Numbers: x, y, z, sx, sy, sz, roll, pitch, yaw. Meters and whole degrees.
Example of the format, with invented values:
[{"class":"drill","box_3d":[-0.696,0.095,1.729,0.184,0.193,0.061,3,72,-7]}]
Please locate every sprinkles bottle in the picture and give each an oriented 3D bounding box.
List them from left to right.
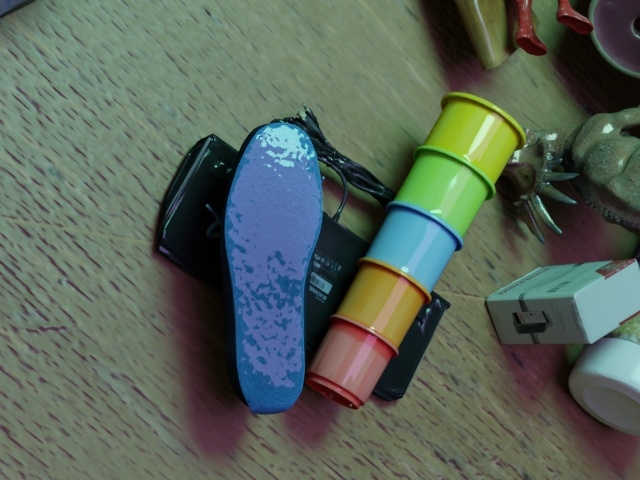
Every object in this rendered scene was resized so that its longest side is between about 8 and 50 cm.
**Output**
[{"class":"sprinkles bottle","box_3d":[0.401,0.044,1.539,0.121,0.121,0.355,44,62,-20]}]

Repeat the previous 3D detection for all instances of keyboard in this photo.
[{"class":"keyboard","box_3d":[0.000,0.000,1.342,0.317,0.033,0.201,36,72,-25]}]

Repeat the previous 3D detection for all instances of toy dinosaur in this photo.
[{"class":"toy dinosaur","box_3d":[0.308,-0.061,1.439,0.200,0.295,0.127,-35,132,-30]}]

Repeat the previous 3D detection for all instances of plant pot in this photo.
[{"class":"plant pot","box_3d":[0.380,-0.270,1.498,0.201,0.201,0.180,55,44,-14]}]

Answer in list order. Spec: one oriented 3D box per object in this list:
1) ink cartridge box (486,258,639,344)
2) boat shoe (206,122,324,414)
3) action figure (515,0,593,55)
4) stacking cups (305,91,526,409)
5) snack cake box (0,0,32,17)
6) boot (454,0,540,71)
[{"class":"ink cartridge box","box_3d":[0.255,0.065,1.434,0.099,0.135,0.056,-26,100,-32]},{"class":"boat shoe","box_3d":[-0.060,0.023,1.244,0.109,0.089,0.258,9,89,-16]},{"class":"action figure","box_3d":[0.259,-0.321,1.477,0.139,0.091,0.280,21,58,-42]},{"class":"stacking cups","box_3d":[0.080,0.009,1.329,0.096,0.096,0.316,38,76,-23]},{"class":"snack cake box","box_3d":[-0.270,-0.335,1.133,0.264,0.152,0.089,60,38,-11]},{"class":"boot","box_3d":[0.112,-0.301,1.402,0.264,0.096,0.280,-39,110,-60]}]
